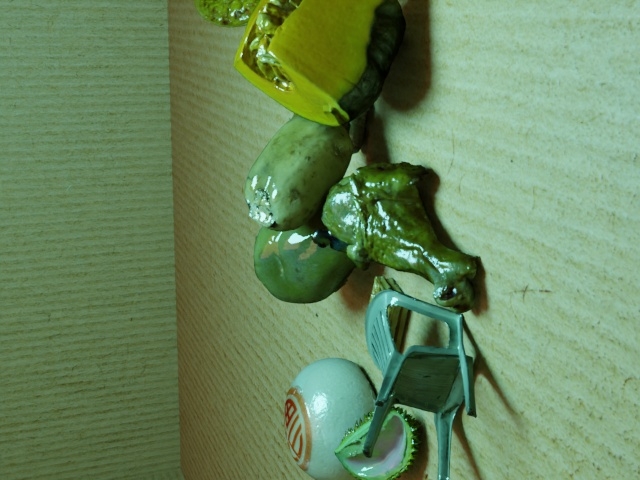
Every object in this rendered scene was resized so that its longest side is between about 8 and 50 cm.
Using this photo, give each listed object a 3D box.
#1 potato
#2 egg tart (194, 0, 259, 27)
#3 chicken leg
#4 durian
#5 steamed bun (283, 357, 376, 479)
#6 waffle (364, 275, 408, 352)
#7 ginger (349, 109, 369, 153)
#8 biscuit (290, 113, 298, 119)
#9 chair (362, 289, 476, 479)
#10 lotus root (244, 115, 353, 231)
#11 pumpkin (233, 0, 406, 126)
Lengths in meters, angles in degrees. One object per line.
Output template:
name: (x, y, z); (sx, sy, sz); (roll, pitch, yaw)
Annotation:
potato: (-0.002, -0.003, 1.742); (0.351, 0.202, 0.218); (-29, 38, 41)
egg tart: (-0.244, -0.692, 2.275); (0.202, 0.203, 0.147); (124, 145, -59)
chicken leg: (0.150, -0.027, 1.480); (0.361, 0.140, 0.211); (23, 105, 42)
durian: (0.130, 0.391, 1.653); (0.137, 0.095, 0.220); (46, 132, 9)
steamed bun: (0.011, 0.400, 1.845); (0.283, 0.177, 0.282); (175, 90, -70)
waffle: (0.130, 0.154, 1.666); (0.102, 0.042, 0.148); (-122, 33, -53)
ginger: (0.075, -0.243, 1.727); (0.057, 0.044, 0.137); (41, 137, 37)
biscuit: (-0.037, -0.340, 2.013); (0.236, 0.040, 0.144); (-34, 69, 65)
chair: (0.155, 0.229, 1.431); (0.274, 0.191, 0.203); (-74, -3, -54)
lotus root: (-0.035, -0.144, 1.623); (0.160, 0.284, 0.146); (33, 155, 12)
pumpkin: (0.002, -0.355, 1.535); (0.225, 0.256, 0.303); (-57, 26, -6)
